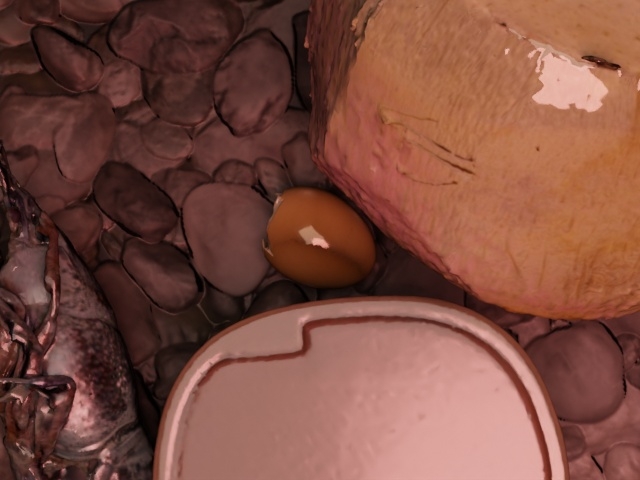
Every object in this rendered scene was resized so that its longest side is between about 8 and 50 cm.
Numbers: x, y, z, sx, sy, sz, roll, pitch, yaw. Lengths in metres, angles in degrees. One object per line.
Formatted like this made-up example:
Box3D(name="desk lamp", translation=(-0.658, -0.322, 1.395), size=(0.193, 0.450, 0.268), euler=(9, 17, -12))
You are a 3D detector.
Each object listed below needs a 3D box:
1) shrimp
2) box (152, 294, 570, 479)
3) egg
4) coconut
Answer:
Box3D(name="shrimp", translation=(-0.233, 0.086, 1.056), size=(0.137, 0.172, 0.372), euler=(-27, 92, 6))
Box3D(name="box", translation=(0.030, 0.183, 1.012), size=(0.301, 0.216, 0.300), euler=(0, 85, 1))
Box3D(name="egg", translation=(0.000, 0.000, 1.093), size=(0.096, 0.080, 0.080), euler=(23, 88, 9))
Box3D(name="coconut", translation=(0.179, -0.127, 0.972), size=(0.405, 0.404, 0.404), euler=(0, 86, 3))
